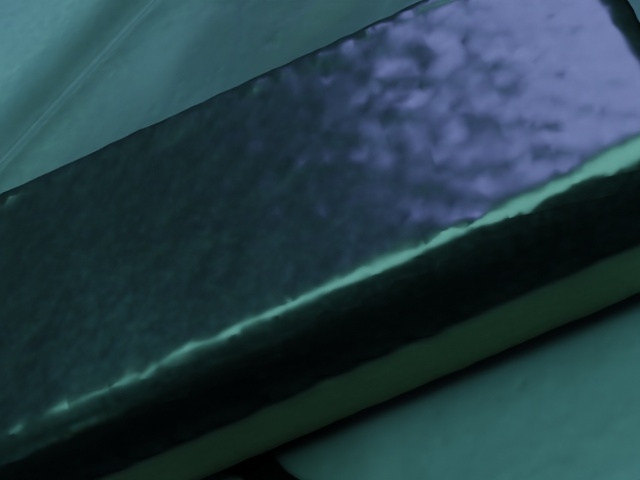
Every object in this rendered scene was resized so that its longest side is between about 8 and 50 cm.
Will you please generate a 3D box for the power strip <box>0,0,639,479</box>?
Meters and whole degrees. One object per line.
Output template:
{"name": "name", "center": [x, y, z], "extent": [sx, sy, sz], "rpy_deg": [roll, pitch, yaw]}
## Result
{"name": "power strip", "center": [0.000, 0.000, 0.422], "extent": [0.256, 0.070, 0.105], "rpy_deg": [-24, 52, 9]}
